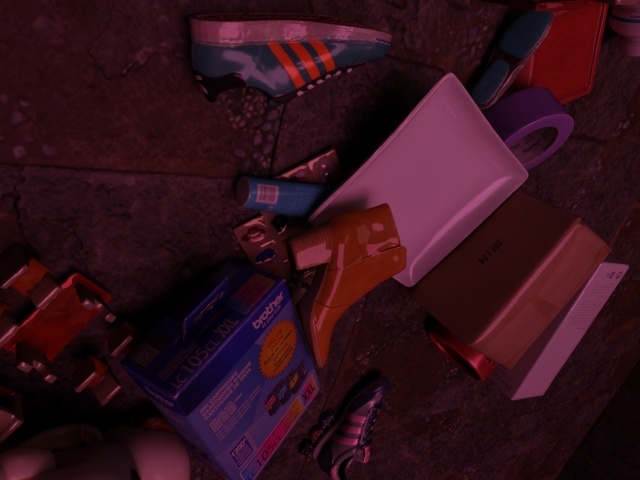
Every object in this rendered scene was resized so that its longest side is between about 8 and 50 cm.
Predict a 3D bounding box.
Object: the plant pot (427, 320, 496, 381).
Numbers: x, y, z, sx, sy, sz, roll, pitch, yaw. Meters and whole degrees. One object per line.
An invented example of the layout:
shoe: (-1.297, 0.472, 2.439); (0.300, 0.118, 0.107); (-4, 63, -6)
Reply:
plant pot: (0.416, 0.253, 1.279); (0.174, 0.191, 0.191); (-46, 133, -6)

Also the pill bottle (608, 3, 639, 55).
pill bottle: (0.674, -0.520, 0.953); (0.146, 0.146, 0.264); (-30, 132, -13)

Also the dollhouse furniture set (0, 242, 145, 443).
dollhouse furniture set: (-0.445, 0.163, 0.731); (0.259, 0.135, 0.262); (-47, 134, -12)

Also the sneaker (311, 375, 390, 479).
sneaker: (0.113, 0.522, 1.292); (0.112, 0.131, 0.319); (19, 109, -52)

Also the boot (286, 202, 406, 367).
boot: (0.061, 0.088, 0.867); (0.211, 0.104, 0.295); (-15, 118, -15)

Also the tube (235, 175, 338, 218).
tube: (-0.047, -0.073, 0.833); (0.207, 0.052, 0.080); (6, 123, -37)

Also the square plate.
square plate: (0.196, -0.091, 0.908); (0.344, 0.049, 0.347); (-46, 132, 14)

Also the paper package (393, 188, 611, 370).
paper package: (0.372, 0.056, 1.032); (0.168, 0.309, 0.325); (32, 98, -34)

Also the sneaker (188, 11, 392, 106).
sneaker: (-0.039, -0.266, 0.699); (0.301, 0.108, 0.121); (-8, 124, -19)

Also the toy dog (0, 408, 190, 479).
toy dog: (-0.382, 0.427, 0.803); (0.395, 0.285, 0.408); (-21, 169, 7)

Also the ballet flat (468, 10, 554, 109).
ballet flat: (0.366, -0.352, 0.920); (0.213, 0.072, 0.068); (-56, 162, 22)

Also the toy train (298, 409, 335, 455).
toy train: (-0.011, 0.527, 1.296); (0.036, 0.027, 0.158); (29, 102, -31)

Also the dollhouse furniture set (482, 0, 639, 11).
dollhouse furniture set: (0.484, -0.508, 0.797); (0.373, 0.152, 0.202); (-10, 125, -16)

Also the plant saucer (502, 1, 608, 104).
plant saucer: (0.504, -0.387, 1.001); (0.258, 0.048, 0.259); (-25, 131, -16)

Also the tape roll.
tape roll: (0.414, -0.219, 0.982); (0.188, 0.080, 0.189); (-17, 152, -9)

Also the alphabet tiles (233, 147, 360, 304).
alphabet tiles: (0.000, 0.000, 0.935); (0.285, 0.011, 0.343); (-27, 127, -8)

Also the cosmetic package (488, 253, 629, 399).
cosmetic package: (0.614, 0.200, 1.342); (0.161, 0.230, 0.454); (6, 116, -34)

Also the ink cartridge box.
ink cartridge box: (-0.162, 0.226, 0.851); (0.270, 0.151, 0.396); (-48, 138, -34)
